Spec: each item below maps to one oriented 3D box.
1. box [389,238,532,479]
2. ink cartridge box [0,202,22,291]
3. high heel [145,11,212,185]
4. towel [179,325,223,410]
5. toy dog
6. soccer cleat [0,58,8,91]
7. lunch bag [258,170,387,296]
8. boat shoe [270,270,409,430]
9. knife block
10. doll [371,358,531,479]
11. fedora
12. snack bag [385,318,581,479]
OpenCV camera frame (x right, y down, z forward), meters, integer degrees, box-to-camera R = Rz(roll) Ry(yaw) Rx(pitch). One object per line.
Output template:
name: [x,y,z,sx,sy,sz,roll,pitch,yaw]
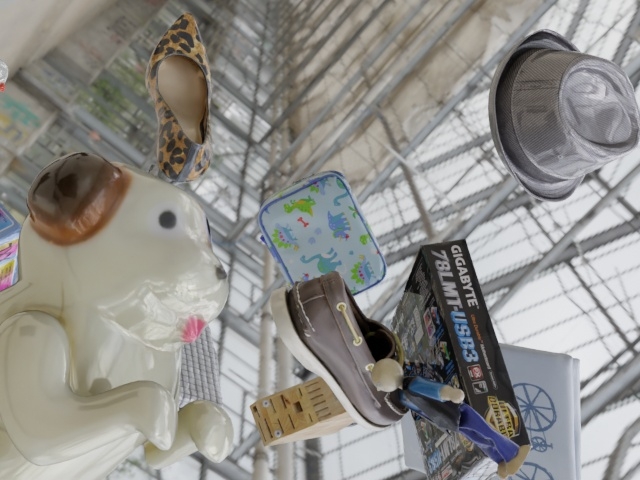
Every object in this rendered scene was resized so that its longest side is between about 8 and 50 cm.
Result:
box: [0.182,0.194,1.156,0.295,0.073,0.293,99,-21,-61]
ink cartridge box: [-0.678,0.095,1.253,0.395,0.151,0.270,-33,161,-42]
high heel: [-0.167,-0.195,1.053,0.186,0.093,0.261,-14,-112,64]
towel: [-0.350,0.285,1.840,0.121,0.235,0.284,-50,-143,25]
toy dog: [-0.254,0.117,0.823,0.395,0.284,0.408,36,-91,37]
soccer cleat: [-0.477,-0.172,1.015,0.196,0.076,0.068,-39,156,4]
lunch bag: [0.000,0.000,1.400,0.176,0.219,0.090,-27,-169,5]
boat shoe: [0.053,0.151,1.076,0.096,0.324,0.116,-26,-137,15]
knife block: [0.004,0.353,1.678,0.275,0.088,0.242,-20,156,-10]
doll: [0.140,0.190,0.907,0.046,0.189,0.129,-52,169,-20]
fedora: [0.366,-0.178,1.162,0.124,0.275,0.244,7,-108,52]
snack bag: [0.271,0.301,1.379,0.342,0.323,0.037,7,-153,36]
